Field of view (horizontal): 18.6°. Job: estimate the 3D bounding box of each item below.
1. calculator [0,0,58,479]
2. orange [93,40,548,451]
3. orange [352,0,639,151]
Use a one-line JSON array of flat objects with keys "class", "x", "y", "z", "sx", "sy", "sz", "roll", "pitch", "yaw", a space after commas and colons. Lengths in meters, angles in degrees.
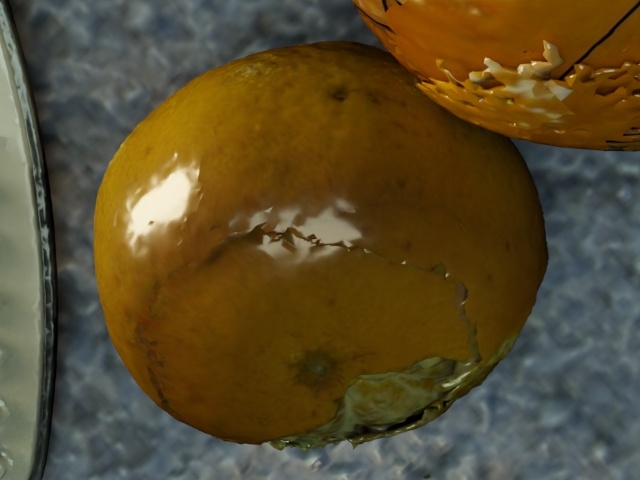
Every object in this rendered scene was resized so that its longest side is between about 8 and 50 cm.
[{"class": "calculator", "x": -0.186, "y": -0.001, "z": 0.734, "sx": 0.177, "sy": 0.040, "sz": 0.268, "roll": -1, "pitch": 100, "yaw": 7}, {"class": "orange", "x": 0.000, "y": 0.000, "z": 0.674, "sx": 0.156, "sy": 0.134, "sz": 0.156, "roll": 2, "pitch": 141, "yaw": 2}, {"class": "orange", "x": 0.093, "y": -0.142, "z": 0.586, "sx": 0.182, "sy": 0.234, "sz": 0.234, "roll": 21, "pitch": 103, "yaw": 34}]
